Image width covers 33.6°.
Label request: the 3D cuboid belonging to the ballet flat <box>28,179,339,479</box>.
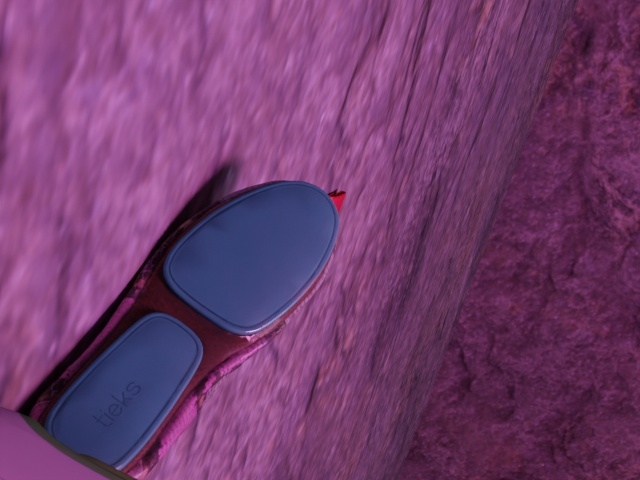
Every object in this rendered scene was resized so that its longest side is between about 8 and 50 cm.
[{"bbox_3d":[-0.071,0.051,0.538,0.221,0.077,0.079,-51,178,-38],"label":"ballet flat"}]

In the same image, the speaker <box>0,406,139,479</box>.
[{"bbox_3d":[-0.032,0.157,0.333,0.131,0.297,0.131,-60,166,-27],"label":"speaker"}]

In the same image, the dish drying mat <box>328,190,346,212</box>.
[{"bbox_3d":[0.000,0.000,0.856,0.032,0.008,0.083,-32,144,-68],"label":"dish drying mat"}]
